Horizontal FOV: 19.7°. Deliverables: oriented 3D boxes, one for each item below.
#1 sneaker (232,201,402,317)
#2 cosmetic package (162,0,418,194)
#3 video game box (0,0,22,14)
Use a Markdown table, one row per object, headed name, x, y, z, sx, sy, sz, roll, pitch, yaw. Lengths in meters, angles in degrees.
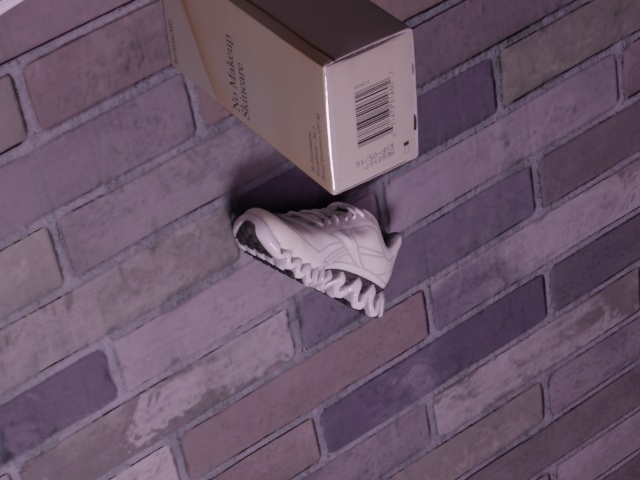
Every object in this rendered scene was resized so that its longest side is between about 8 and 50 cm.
| name | x | y | z | sx | sy | sz | roll | pitch | yaw |
| --- | --- | --- | --- | --- | --- | --- | --- | --- | --- |
| sneaker | 0.000 | 0.000 | 2.211 | 0.292 | 0.110 | 0.118 | 26 | 92 | -55 |
| cosmetic package | -0.036 | -0.195 | 1.880 | 0.113 | 0.309 | 0.160 | -26 | 132 | -25 |
| video game box | -0.276 | -0.341 | 1.766 | 0.205 | 0.048 | 0.187 | -35 | 138 | -17 |
